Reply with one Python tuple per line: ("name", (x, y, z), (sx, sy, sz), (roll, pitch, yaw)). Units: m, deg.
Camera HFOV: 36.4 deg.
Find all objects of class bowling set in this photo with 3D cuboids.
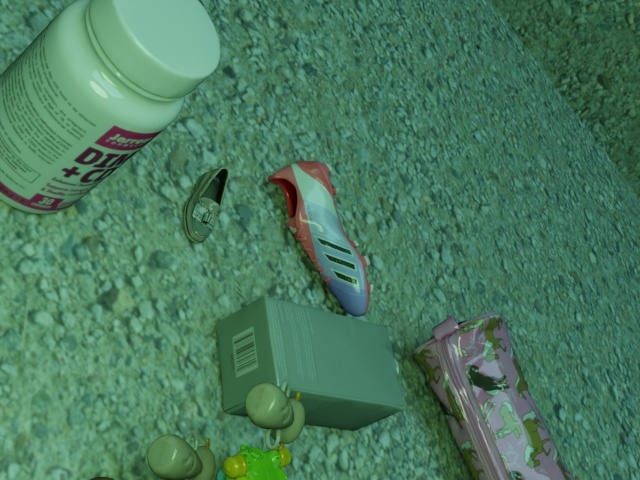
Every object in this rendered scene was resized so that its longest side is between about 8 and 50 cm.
("bowling set", (-0.131, 0.269, 0.995), (0.154, 0.200, 0.287), (57, 46, -65))

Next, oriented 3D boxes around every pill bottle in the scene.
("pill bottle", (-0.248, -0.158, 1.048), (0.160, 0.283, 0.160), (30, 44, -33))

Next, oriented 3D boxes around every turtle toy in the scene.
("turtle toy", (-0.073, 0.295, 1.104), (0.095, 0.066, 0.130), (3, 63, -48))

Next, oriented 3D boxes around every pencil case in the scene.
("pencil case", (0.269, 0.297, 1.444), (0.160, 0.167, 0.386), (-16, 74, -18))

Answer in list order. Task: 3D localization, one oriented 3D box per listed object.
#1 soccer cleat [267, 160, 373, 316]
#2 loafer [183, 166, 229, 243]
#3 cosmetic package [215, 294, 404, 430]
("soccer cleat", (0.000, 0.000, 1.425), (0.095, 0.083, 0.248), (-14, 78, -23))
("loafer", (-0.150, -0.052, 1.298), (0.045, 0.039, 0.125), (38, 39, -27))
("cosmetic package", (-0.010, 0.163, 1.254), (0.238, 0.107, 0.127), (22, 48, -44))
